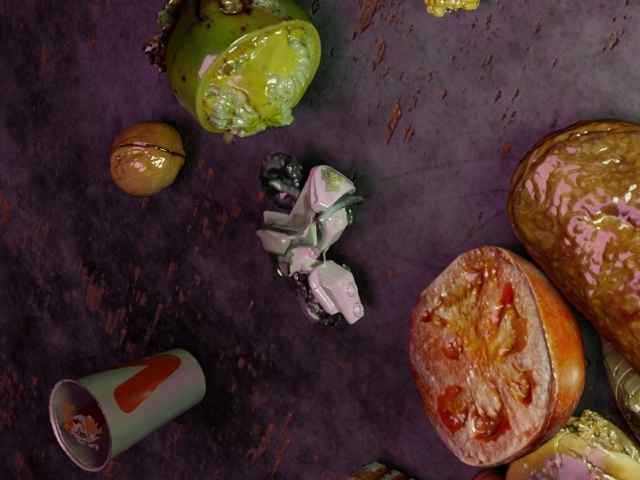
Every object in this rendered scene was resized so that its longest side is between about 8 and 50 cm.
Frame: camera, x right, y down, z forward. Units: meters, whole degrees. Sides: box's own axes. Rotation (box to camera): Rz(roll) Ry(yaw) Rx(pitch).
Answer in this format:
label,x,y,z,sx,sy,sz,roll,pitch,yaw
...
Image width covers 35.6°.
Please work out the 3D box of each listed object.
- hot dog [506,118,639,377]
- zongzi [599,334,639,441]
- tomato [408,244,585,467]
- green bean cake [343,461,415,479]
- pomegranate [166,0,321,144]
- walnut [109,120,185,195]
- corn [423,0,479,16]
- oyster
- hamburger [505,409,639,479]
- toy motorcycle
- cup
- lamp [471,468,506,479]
label,x,y,z,sx,sy,sz,roll,pitch,yaw
hot dog,0.420,0.013,1.343,0.387,0.174,0.267,52,128,20
zongzi,0.474,0.236,1.459,0.189,0.081,0.178,58,-175,-31
tomato,0.284,0.177,1.511,0.338,0.143,0.338,6,97,60
green bean cake,0.141,0.523,1.803,0.232,0.097,0.198,18,114,36
pomegranate,-0.132,-0.283,1.687,0.260,0.260,0.341,50,155,17
walnut,-0.343,-0.164,1.975,0.180,0.144,0.144,-15,94,52
corn,0.175,-0.484,1.431,0.115,0.115,0.318,6,108,40
oyster,-0.252,-0.384,1.780,0.092,0.198,0.259,27,156,-6
hamburger,0.402,0.385,1.504,0.243,0.146,0.286,32,122,22
toy motorcycle,0.000,0.000,1.725,0.188,0.143,0.327,-5,108,42
cup,-0.389,0.331,2.073,0.203,0.288,0.203,15,113,38
lamp,0.286,0.431,1.646,0.107,0.092,0.107,170,90,-78
